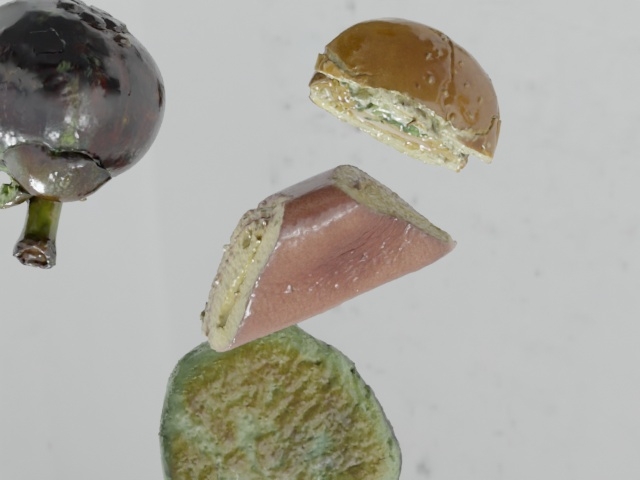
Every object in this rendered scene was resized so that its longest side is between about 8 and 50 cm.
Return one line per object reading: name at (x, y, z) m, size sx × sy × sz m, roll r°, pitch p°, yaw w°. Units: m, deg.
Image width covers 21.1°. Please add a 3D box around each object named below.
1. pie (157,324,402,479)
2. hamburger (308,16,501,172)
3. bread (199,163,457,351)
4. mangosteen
pie at (-0.059, 0.254, 2.100) m, size 0.323 × 0.323 × 0.070 m, roll -14°, pitch 173°, yaw -22°
hamburger at (0.120, -0.211, 2.272) m, size 0.283 × 0.156 × 0.144 m, roll 27°, pitch 167°, yaw -26°
bread at (0.000, 0.000, 1.189) m, size 0.192 × 0.119 × 0.067 m, roll -21°, pitch -132°, yaw -9°
mangosteen at (-0.293, -0.118, 1.835) m, size 0.231 × 0.289 × 0.231 m, roll 17°, pitch -179°, yaw 0°
